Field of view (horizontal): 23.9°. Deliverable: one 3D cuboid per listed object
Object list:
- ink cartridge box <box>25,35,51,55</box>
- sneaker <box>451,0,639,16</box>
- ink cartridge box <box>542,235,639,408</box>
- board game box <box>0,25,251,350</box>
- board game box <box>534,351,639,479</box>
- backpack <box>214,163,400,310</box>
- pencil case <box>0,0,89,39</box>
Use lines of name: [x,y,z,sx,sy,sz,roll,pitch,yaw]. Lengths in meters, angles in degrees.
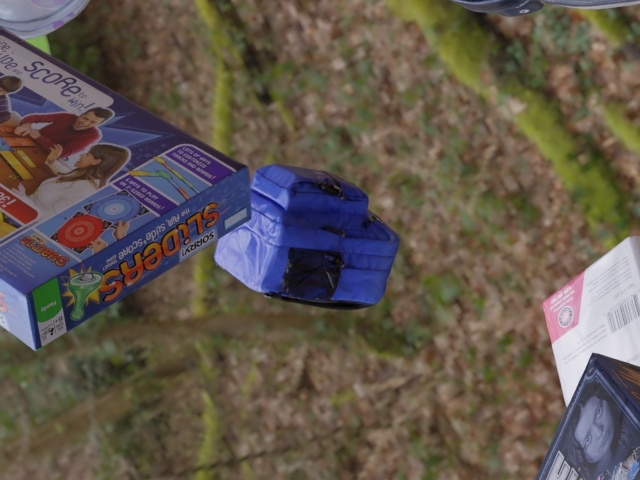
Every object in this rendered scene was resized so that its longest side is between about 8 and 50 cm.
ink cartridge box: [-0.365,-0.194,1.480,0.097,0.189,0.255,1,-111,-55]
sneaker: [0.133,-0.172,0.872,0.226,0.163,0.086,13,98,33]
ink cartridge box: [0.343,0.139,1.603,0.172,0.100,0.237,-46,47,50]
board game box: [-0.152,-0.035,0.755,0.201,0.136,0.035,31,138,34]
board game box: [0.129,0.198,0.750,0.165,0.042,0.243,-116,45,-70]
backpack: [0.000,0.000,1.135,0.098,0.120,0.101,41,114,56]
pencil case: [-0.259,-0.230,1.253,0.124,0.113,0.273,60,171,-14]
